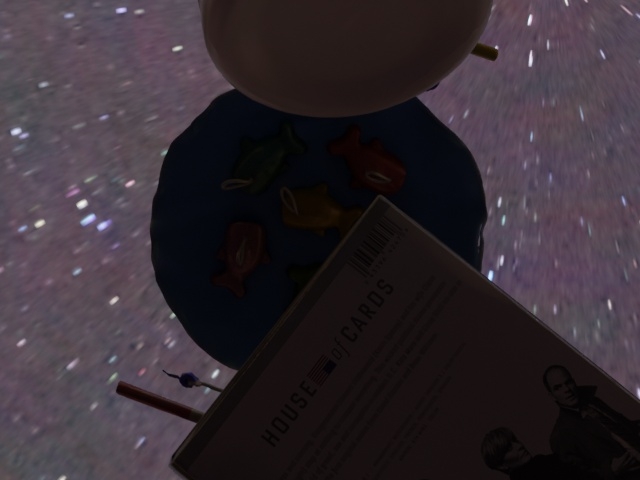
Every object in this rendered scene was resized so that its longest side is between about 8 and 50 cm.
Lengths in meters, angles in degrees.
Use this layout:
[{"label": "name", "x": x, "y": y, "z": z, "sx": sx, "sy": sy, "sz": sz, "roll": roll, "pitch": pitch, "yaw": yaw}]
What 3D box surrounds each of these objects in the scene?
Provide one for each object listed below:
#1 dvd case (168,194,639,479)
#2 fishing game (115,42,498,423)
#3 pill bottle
[{"label": "dvd case", "x": 0.069, "y": 0.117, "z": 0.948, "sx": 0.239, "sy": 0.029, "sz": 0.179, "roll": 38, "pitch": -106, "yaw": -1}, {"label": "fishing game", "x": 0.000, "y": 0.000, "z": 1.007, "sx": 0.189, "sy": 0.041, "sz": 0.264, "roll": 22, "pitch": -76, "yaw": -8}, {"label": "pill bottle", "x": -0.004, "y": -0.183, "z": 0.881, "sx": 0.131, "sy": 0.131, "sz": 0.229, "roll": -18, "pitch": -127, "yaw": 9}]
